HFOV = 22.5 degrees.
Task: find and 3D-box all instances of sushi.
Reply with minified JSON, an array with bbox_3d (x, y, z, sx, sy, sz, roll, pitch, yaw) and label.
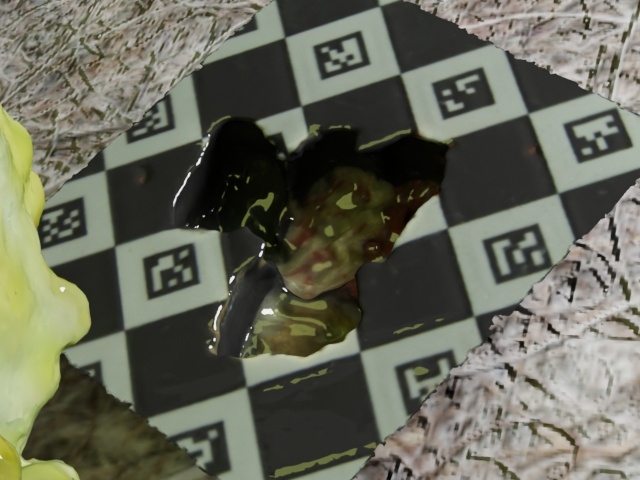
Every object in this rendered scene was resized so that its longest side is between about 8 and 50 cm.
[{"bbox_3d":[0.000,0.000,0.698,0.231,0.047,0.220,-44,52,-17],"label":"sushi"}]

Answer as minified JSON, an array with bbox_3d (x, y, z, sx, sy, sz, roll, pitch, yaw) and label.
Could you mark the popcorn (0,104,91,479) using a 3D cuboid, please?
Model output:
[{"bbox_3d":[-0.220,0.030,0.582,0.274,0.279,0.335,-39,29,-7],"label":"popcorn"}]
